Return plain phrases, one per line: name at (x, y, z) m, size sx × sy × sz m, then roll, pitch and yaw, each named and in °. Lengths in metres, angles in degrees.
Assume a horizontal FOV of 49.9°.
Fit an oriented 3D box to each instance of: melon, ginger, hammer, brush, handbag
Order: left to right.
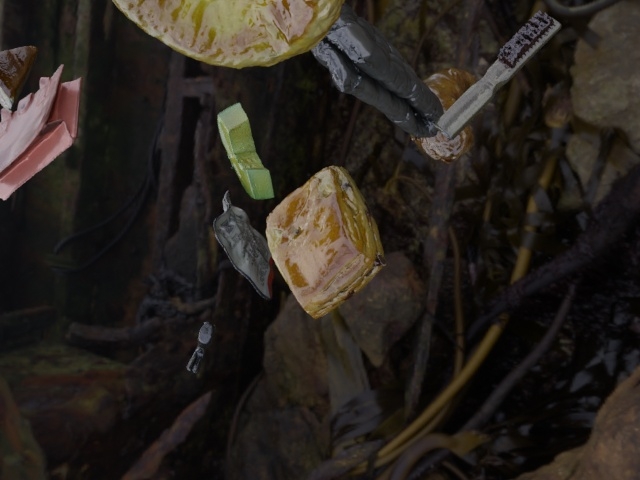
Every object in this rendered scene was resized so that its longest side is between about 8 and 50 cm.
handbag at (-0.474, -0.175, 1.114) m, size 0.213 × 0.059 × 0.157 m, roll -29°, pitch 50°, yaw 29°
hammer at (-0.164, 0.144, 0.961) m, size 0.201 × 0.021 × 0.078 m, roll 131°, pitch 159°, yaw -73°
melon at (-0.159, -0.179, 1.467) m, size 0.118 × 0.064 × 0.209 m, roll 103°, pitch 144°, yaw -58°
ginger at (0.278, -0.287, 1.606) m, size 0.173 × 0.165 × 0.321 m, roll -6°, pitch 41°, yaw 21°
brush at (0.269, -0.257, 1.053) m, size 0.248 × 0.036 × 0.043 m, roll -45°, pitch 56°, yaw 0°

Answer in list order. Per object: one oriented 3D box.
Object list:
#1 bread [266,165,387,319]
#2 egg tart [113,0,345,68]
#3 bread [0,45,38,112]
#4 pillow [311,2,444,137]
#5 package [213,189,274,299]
bread at (0.000, 0.000, 1.231) m, size 0.210 × 0.099 × 0.235 m, roll -40°, pitch 55°, yaw 26°
egg tart at (-0.115, -0.339, 0.782) m, size 0.319 × 0.319 × 0.128 m, roll -31°, pitch 41°, yaw 53°
bread at (-0.449, -0.238, 0.978) m, size 0.043 × 0.062 × 0.108 m, roll -42°, pitch 36°, yaw 55°
pillow at (0.077, -0.302, 1.162) m, size 0.101 × 0.326 × 0.228 m, roll -44°, pitch 63°, yaw 21°
package at (-0.166, 0.010, 1.506) m, size 0.040 × 0.232 × 0.166 m, roll -19°, pitch 39°, yaw 19°
